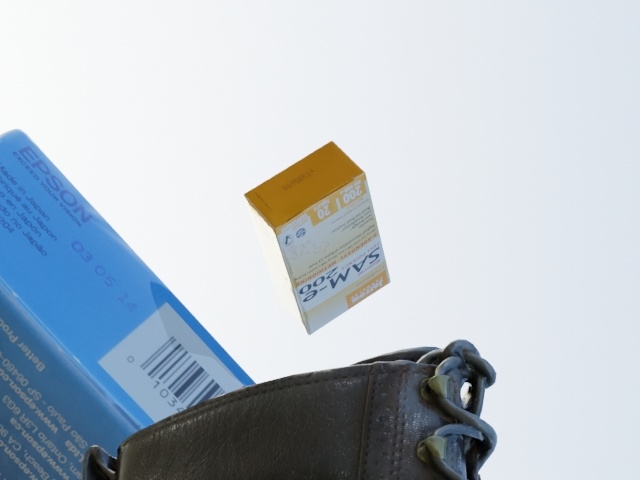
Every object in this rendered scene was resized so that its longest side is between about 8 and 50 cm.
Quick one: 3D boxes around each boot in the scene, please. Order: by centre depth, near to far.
[{"bbox_3d":[0.032,0.124,0.398,0.262,0.091,0.229,-9,-131,18],"label":"boot"}]

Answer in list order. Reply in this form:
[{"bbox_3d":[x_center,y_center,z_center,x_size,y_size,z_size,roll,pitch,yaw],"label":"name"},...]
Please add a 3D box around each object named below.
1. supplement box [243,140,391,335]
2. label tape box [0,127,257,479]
[{"bbox_3d":[0.000,0.000,0.816,0.036,0.062,0.098,46,-17,38],"label":"supplement box"},{"bbox_3d":[-0.199,0.138,0.775,0.241,0.106,0.333,48,-61,-2],"label":"label tape box"}]
